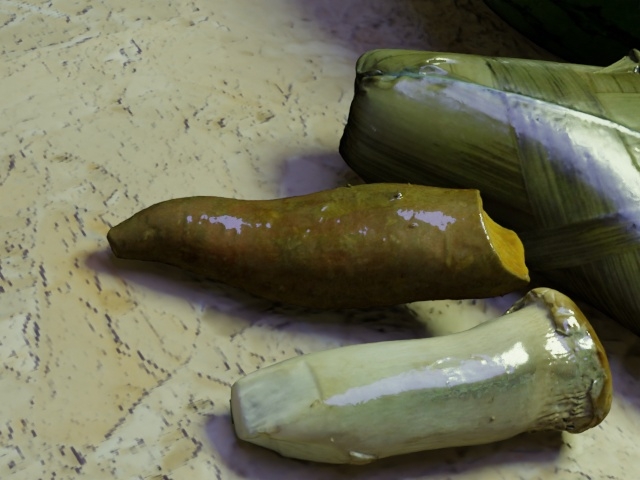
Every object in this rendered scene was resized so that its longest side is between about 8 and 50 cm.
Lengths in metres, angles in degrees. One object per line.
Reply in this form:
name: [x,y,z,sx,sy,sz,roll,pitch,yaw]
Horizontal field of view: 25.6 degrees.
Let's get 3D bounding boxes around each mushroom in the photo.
mushroom: [0.057,0.078,0.770,0.209,0.071,0.084,-8,84,-18]

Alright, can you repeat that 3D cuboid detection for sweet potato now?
sweet potato: [0.000,0.000,0.825,0.243,0.077,0.077,2,44,8]

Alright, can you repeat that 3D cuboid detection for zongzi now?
zongzi: [0.127,-0.010,0.856,0.221,0.112,0.242,3,53,-12]

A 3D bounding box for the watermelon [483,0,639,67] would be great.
watermelon: [0.231,-0.287,0.996,0.363,0.363,0.363,9,45,-9]
